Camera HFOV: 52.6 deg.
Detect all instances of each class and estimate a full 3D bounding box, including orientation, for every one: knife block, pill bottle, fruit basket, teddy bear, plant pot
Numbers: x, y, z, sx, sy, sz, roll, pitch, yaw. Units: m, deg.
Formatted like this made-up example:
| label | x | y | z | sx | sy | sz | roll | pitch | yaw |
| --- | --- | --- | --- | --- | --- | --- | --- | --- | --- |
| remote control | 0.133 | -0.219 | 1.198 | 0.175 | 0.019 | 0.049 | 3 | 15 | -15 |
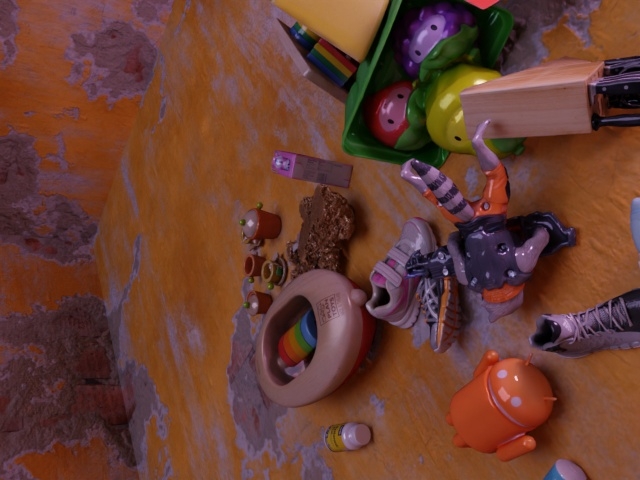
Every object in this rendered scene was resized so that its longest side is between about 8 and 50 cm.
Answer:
| label | x | y | z | sx | sy | sz | roll | pitch | yaw |
| --- | --- | --- | --- | --- | --- | --- | --- | --- | --- |
| knife block | 0.389 | -0.218 | 1.021 | 0.242 | 0.275 | 0.088 | -109 | 2 | -68 |
| pill bottle | 0.065 | 0.463 | 1.528 | 0.116 | 0.065 | 0.065 | -30 | 60 | 49 |
| fruit basket | 0.228 | -0.289 | 1.269 | 0.392 | 0.283 | 0.392 | -172 | 90 | -69 |
| teddy bear | 0.000 | 0.000 | 1.698 | 0.245 | 0.113 | 0.338 | -117 | 38 | -50 |
| plant pot | 0.039 | -0.503 | 1.297 | 0.187 | 0.212 | 0.212 | -55 | 14 | 17 |

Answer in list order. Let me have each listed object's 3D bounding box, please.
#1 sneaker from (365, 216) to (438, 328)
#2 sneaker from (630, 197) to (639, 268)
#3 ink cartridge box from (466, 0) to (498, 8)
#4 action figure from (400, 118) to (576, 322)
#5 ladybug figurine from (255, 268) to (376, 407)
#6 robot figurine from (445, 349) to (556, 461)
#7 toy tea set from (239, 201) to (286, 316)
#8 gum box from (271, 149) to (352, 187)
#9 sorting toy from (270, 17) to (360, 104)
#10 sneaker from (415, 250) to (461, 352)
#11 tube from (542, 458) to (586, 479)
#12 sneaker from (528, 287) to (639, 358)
| label | x | y | z | sx | sy | sz | roll | pitch | yaw |
| --- | --- | --- | --- | --- | --- | --- | --- | --- | --- |
| sneaker | 0.172 | 0.070 | 1.401 | 0.103 | 0.111 | 0.252 | 25 | 104 | 55 |
| sneaker | 0.559 | -0.079 | 0.836 | 0.366 | 0.135 | 0.150 | -35 | 59 | 47 |
| ink cartridge box | 0.340 | -0.596 | 1.128 | 0.385 | 0.091 | 0.308 | -37 | 45 | 1 |
| action figure | 0.246 | -0.003 | 1.153 | 0.341 | 0.178 | 0.330 | -26 | 94 | 36 |
| ladybug figurine | -0.006 | 0.241 | 1.587 | 0.449 | 0.162 | 0.305 | -42 | 50 | 45 |
| robot figurine | 0.314 | 0.288 | 1.135 | 0.219 | 0.128 | 0.158 | -51 | 2 | 39 |
| toy tea set | -0.203 | 0.057 | 1.949 | 0.200 | 0.124 | 0.336 | -36 | 55 | 47 |
| gum box | -0.026 | -0.185 | 1.675 | 0.107 | 0.188 | 0.062 | 22 | 103 | 55 |
| sorting toy | 0.032 | -0.444 | 1.596 | 0.089 | 0.255 | 0.257 | -46 | 46 | 21 |
| sneaker | 0.235 | 0.122 | 1.311 | 0.083 | 0.084 | 0.215 | -7 | 66 | 31 |
| tube | 0.374 | 0.459 | 1.090 | 0.080 | 0.052 | 0.207 | 58 | 135 | 50 |
| sneaker | 0.421 | 0.133 | 1.000 | 0.228 | 0.132 | 0.086 | -40 | 53 | 46 |
